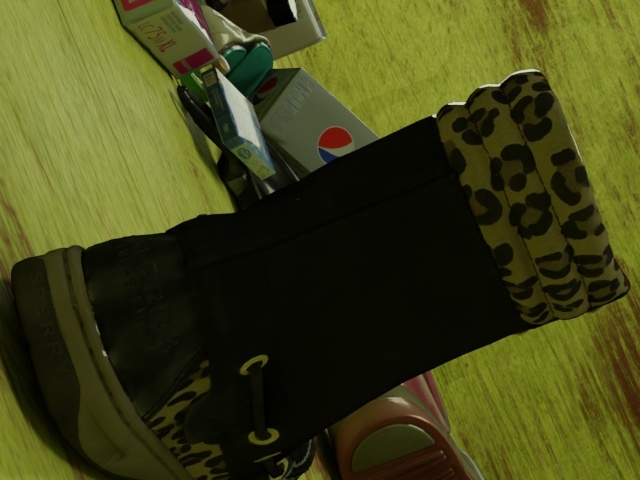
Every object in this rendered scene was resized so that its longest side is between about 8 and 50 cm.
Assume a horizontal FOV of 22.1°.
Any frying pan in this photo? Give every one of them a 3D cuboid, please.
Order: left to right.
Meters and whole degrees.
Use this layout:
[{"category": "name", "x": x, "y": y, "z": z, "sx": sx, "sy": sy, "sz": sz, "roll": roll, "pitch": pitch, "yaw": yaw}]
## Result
[{"category": "frying pan", "x": -0.060, "y": -0.035, "z": 1.714, "sx": 0.197, "sy": 0.053, "sz": 0.326, "roll": 64, "pitch": 15, "yaw": 16}]

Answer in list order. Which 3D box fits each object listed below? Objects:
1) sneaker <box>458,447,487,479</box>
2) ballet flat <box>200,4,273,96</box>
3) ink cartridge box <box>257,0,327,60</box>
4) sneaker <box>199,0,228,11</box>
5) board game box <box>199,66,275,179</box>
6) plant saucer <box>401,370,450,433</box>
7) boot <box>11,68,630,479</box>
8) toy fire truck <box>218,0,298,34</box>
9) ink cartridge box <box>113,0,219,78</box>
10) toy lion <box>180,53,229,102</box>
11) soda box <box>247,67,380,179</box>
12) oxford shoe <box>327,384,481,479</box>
[{"category": "sneaker", "x": 0.237, "y": 0.434, "z": 2.273, "sx": 0.127, "sy": 0.126, "sz": 0.321, "roll": 55, "pitch": 10, "yaw": -41}, {"category": "ballet flat", "x": -0.113, "y": -0.222, "z": 1.875, "sx": 0.248, "sy": 0.086, "sz": 0.086, "roll": 19, "pitch": 48, "yaw": -82}, {"category": "ink cartridge box", "x": -0.109, "y": -0.416, "z": 2.417, "sx": 0.223, "sy": 0.129, "sz": 0.308, "roll": -82, "pitch": 148, "yaw": -81}, {"category": "sneaker", "x": -0.124, "y": -0.441, "z": 1.823, "sx": 0.137, "sy": 0.210, "sz": 0.366, "roll": -72, "pitch": 142, "yaw": -63}, {"category": "board game box", "x": -0.083, "y": -0.118, "z": 1.652, "sx": 0.090, "sy": 0.020, "sz": 0.090, "roll": 44, "pitch": 23, "yaw": -58}, {"category": "plant saucer", "x": 0.094, "y": 0.162, "z": 2.243, "sx": 0.332, "sy": 0.084, "sz": 0.332, "roll": -23, "pitch": 90, "yaw": -84}, {"category": "boot", "x": 0.022, "y": 0.042, "z": 0.908, "sx": 0.377, "sy": 0.284, "sz": 0.138, "roll": 52, "pitch": 16, "yaw": -67}, {"category": "toy fire truck", "x": -0.142, "y": -0.398, "z": 2.075, "sx": 0.217, "sy": 0.158, "sz": 0.246, "roll": 55, "pitch": 23, "yaw": -64}, {"category": "ink cartridge box", "x": -0.193, "y": -0.326, "z": 1.590, "sx": 0.186, "sy": 0.065, "sz": 0.311, "roll": 46, "pitch": 20, "yaw": -77}, {"category": "toy lion", "x": -0.138, "y": -0.195, "z": 1.706, "sx": 0.096, "sy": 0.034, "sz": 0.100, "roll": 51, "pitch": 21, "yaw": -23}, {"category": "soda box", "x": 0.033, "y": -0.082, "z": 1.945, "sx": 0.286, "sy": 0.091, "sz": 0.098, "roll": 40, "pitch": -13, "yaw": -21}, {"category": "oxford shoe", "x": 0.113, "y": 0.269, "z": 1.712, "sx": 0.397, "sy": 0.140, "sz": 0.146, "roll": 65, "pitch": -2, "yaw": -38}]
